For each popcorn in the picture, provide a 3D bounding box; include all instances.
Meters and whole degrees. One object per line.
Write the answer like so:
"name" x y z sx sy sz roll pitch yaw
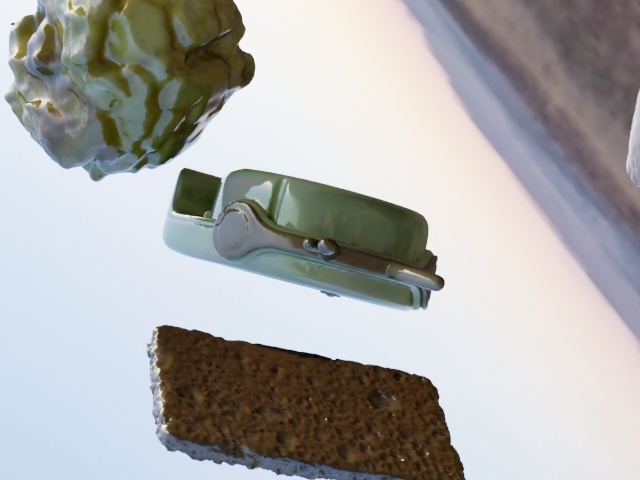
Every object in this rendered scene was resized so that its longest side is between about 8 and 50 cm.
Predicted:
"popcorn" -0.190 -0.185 1.487 0.225 0.249 0.249 58 -171 12

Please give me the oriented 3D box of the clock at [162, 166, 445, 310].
"clock" 0.000 0.000 1.465 0.235 0.096 0.308 17 178 -24

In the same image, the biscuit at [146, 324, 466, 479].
"biscuit" -0.011 0.124 1.120 0.230 0.025 0.131 13 -148 -18

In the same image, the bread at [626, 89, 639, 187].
"bread" 0.389 -0.180 1.343 0.236 0.165 0.375 32 140 35
